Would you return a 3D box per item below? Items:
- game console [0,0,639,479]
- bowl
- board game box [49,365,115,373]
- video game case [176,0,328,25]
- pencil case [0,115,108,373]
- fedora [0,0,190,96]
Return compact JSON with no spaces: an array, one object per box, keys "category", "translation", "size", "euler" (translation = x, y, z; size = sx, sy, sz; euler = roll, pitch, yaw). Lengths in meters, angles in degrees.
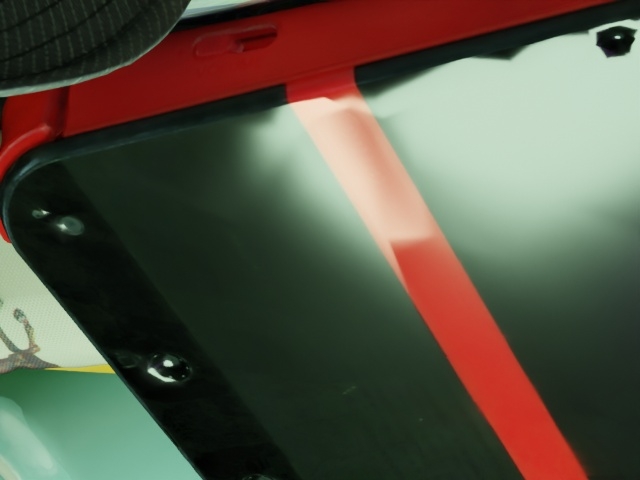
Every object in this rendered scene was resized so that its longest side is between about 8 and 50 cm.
[{"category":"game console","translation":[0.073,0.045,0.784],"size":[0.342,0.060,0.386],"euler":[-11,135,25]},{"category":"bowl","translation":[-0.200,0.174,1.286],"size":[0.311,0.311,0.163],"euler":[-14,-169,42]},{"category":"board game box","translation":[-0.163,0.029,1.193],"size":[0.259,0.124,0.039],"euler":[7,140,-26]},{"category":"video game case","translation":[-0.017,-0.099,0.624],"size":[0.183,0.023,0.201],"euler":[-7,-179,-38]},{"category":"pencil case","translation":[-0.153,-0.007,0.977],"size":[0.410,0.160,0.183],"euler":[-7,-166,24]},{"category":"fedora","translation":[-0.144,-0.151,0.401],"size":[0.275,0.243,0.124],"euler":[11,134,-12]}]
